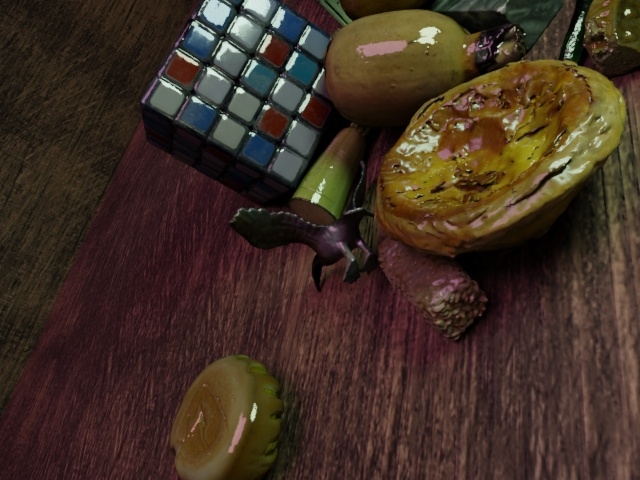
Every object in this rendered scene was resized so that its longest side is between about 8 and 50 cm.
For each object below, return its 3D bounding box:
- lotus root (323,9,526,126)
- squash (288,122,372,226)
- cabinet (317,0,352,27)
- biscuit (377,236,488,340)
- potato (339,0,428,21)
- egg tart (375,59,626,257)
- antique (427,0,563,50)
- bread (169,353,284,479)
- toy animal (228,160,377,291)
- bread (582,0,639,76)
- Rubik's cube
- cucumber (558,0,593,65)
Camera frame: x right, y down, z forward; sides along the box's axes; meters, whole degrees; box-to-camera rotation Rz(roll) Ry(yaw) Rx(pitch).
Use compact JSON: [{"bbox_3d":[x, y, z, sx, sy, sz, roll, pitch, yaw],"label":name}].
[{"bbox_3d":[0.145,-0.259,0.711,0.310,0.183,0.182,4,66,34],"label":"lotus root"},{"bbox_3d":[0.037,-0.134,0.838,0.094,0.094,0.224,11,68,53],"label":"squash"},{"bbox_3d":[0.063,-0.617,1.108,0.145,0.150,0.206,-38,40,26],"label":"cabinet"},{"bbox_3d":[0.131,0.046,0.592,0.082,0.070,0.168,-44,33,8],"label":"biscuit"},{"bbox_3d":[0.142,-0.473,0.828,0.369,0.177,0.195,-56,-13,-57],"label":"potato"},{"bbox_3d":[0.200,-0.088,0.562,0.290,0.115,0.290,-29,37,24],"label":"egg tart"},{"bbox_3d":[0.256,-0.358,0.730,0.088,0.086,0.183,-54,35,5],"label":"antique"},{"bbox_3d":[-0.132,0.271,0.707,0.213,0.105,0.213,-34,38,32],"label":"bread"},{"bbox_3d":[0.008,0.010,0.702,0.160,0.273,0.197,29,127,51],"label":"toy animal"},{"bbox_3d":[0.348,-0.252,0.561,0.066,0.060,0.110,2,66,35],"label":"bread"},{"bbox_3d":[-0.144,-0.265,0.912,0.293,0.287,0.292,-65,16,-11],"label":"Rubik's cube"},{"bbox_3d":[0.345,-0.294,0.620,0.036,0.033,0.184,15,75,28],"label":"cucumber"}]
